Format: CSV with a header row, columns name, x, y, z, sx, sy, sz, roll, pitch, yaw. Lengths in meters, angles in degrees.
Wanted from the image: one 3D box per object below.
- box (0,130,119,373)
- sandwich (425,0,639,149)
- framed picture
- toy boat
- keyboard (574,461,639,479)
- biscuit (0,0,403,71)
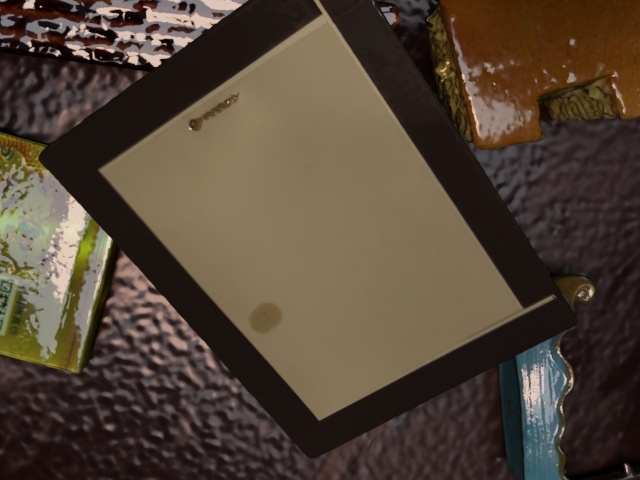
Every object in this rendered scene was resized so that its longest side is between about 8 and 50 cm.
name,x,y,z,sx,sy,sz,roll,pitch,yaw
box,-0.318,-0.017,0.615,0.311,0.043,0.173,15,95,-6
sandwich,0.201,-0.152,0.603,0.236,0.122,0.128,-13,96,-4
framed picture,0.000,0.000,0.585,0.265,0.016,0.347,-32,112,17
toy boat,0.197,0.121,0.657,0.077,0.075,0.185,-5,92,-2
keyboard,0.274,0.246,0.704,0.317,0.027,0.106,-11,101,-3
biscuit,-0.138,-0.162,0.580,0.388,0.107,0.073,7,100,-6
